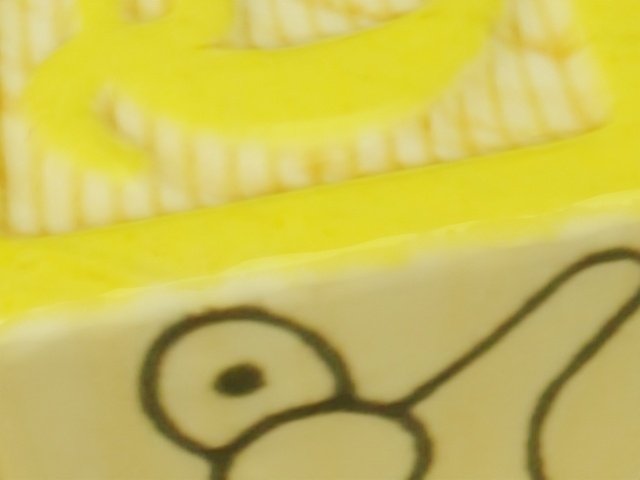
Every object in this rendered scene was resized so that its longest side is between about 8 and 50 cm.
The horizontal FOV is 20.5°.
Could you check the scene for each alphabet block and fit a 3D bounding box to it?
[{"bbox_3d":[0.000,0.000,0.496,0.192,0.197,0.193,-11,48,-5],"label":"alphabet block"}]
